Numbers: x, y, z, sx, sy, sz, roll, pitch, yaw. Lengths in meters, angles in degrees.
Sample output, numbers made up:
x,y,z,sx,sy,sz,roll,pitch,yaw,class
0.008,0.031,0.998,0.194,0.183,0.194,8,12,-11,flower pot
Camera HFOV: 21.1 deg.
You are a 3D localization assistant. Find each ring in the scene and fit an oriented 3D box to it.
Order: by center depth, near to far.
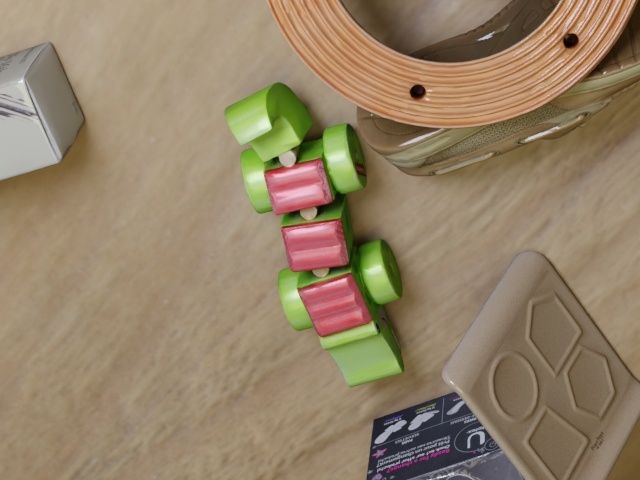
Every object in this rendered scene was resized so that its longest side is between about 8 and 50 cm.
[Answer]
x,y,z,sx,sy,sz,roll,pitch,yaw,class
0.111,-0.262,1.462,0.337,0.032,0.336,2,104,6,ring

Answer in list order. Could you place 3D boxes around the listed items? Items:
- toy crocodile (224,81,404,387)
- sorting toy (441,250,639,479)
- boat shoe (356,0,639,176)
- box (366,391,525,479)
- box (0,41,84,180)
x,y,z,sx,sy,sz,roll,pitch,yaw,class
0.000,0.000,1.662,0.115,0.105,0.340,-13,116,12,toy crocodile
0.220,0.143,1.680,0.208,0.193,0.038,49,142,-16,sorting toy
0.204,-0.155,1.569,0.341,0.121,0.110,-20,151,18,boat shoe
0.168,0.294,1.776,0.163,0.142,0.247,-21,113,16,box
-0.376,-0.097,1.651,0.275,0.113,0.094,-16,113,12,box
